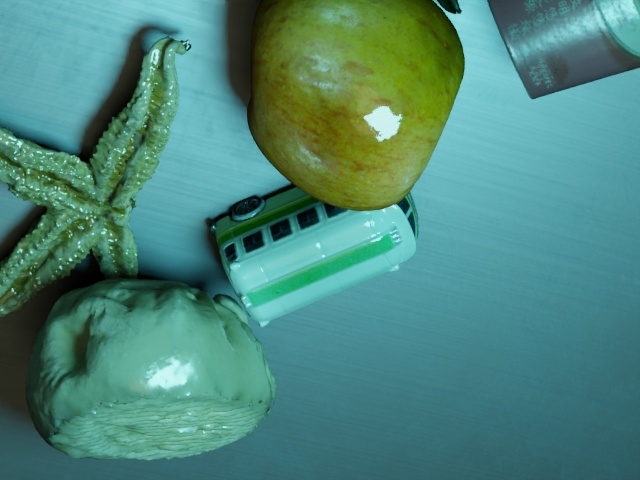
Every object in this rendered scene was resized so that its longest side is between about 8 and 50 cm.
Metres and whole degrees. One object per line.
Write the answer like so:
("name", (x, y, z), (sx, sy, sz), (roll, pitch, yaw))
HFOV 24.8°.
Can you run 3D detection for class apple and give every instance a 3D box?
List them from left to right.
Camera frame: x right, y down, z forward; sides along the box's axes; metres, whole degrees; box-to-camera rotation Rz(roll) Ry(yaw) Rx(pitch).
("apple", (0.034, -0.196, 1.836), (0.275, 0.299, 0.299), (19, 114, -3))

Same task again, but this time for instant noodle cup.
("instant noodle cup", (0.320, -0.298, 1.871), (0.178, 0.234, 0.234), (-22, 120, 14))

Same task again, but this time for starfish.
("starfish", (-0.351, -0.080, 1.935), (0.324, 0.082, 0.432), (1, 127, -16))

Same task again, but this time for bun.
("bun", (-0.233, 0.169, 1.989), (0.360, 0.211, 0.359), (-7, 156, -3))

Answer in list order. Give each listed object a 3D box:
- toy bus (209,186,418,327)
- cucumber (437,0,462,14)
("toy bus", (0.000, 0.000, 2.000), (0.276, 0.164, 0.133), (-23, 119, 5))
("cucumber", (0.144, -0.371, 1.897), (0.033, 0.036, 0.184), (-17, 119, 11))
